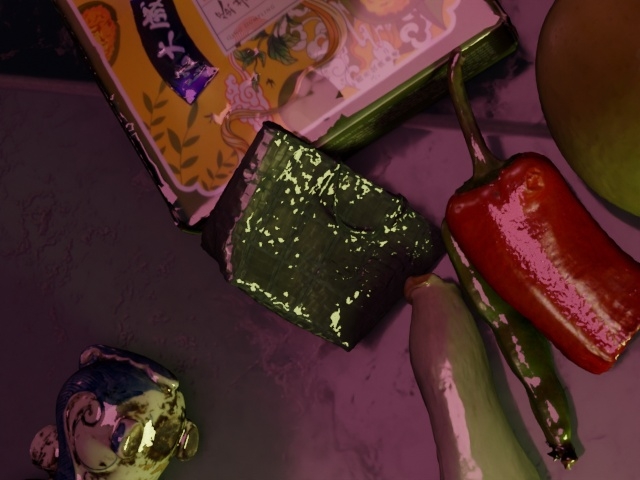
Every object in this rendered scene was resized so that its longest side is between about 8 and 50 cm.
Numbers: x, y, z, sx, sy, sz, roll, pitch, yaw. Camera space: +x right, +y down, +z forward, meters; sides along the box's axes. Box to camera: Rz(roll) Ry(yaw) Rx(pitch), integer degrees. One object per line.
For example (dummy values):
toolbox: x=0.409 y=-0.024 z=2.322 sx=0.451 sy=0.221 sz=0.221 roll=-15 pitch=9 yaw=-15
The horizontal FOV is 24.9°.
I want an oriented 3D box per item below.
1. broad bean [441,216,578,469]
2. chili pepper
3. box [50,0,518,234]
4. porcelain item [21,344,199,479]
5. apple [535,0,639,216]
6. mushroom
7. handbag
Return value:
broad bean: x=0.205 y=0.099 z=1.520 sx=0.043 sy=0.060 sz=0.297 roll=-42 pitch=70 yaw=49
chili pepper: x=0.201 y=-0.019 z=1.476 sx=0.134 sy=0.131 sz=0.338 roll=-42 pitch=86 yaw=-13
box: x=-0.054 y=-0.265 z=1.566 sx=0.420 sy=0.138 sz=0.373 roll=-33 pitch=80 yaw=11
porcelain item: x=-0.256 y=0.256 z=1.600 sx=0.186 sy=0.138 sz=0.288 roll=20 pitch=96 yaw=32
apple: x=0.355 y=-0.175 z=1.372 sx=0.295 sy=0.233 sz=0.258 roll=-28 pitch=53 yaw=0
mushroom: x=0.159 y=0.200 z=1.497 sx=0.097 sy=0.109 sz=0.351 roll=-21 pitch=81 yaw=29
handbag: x=0.000 y=0.000 z=1.508 sx=0.175 sy=0.270 sz=0.089 roll=-53 pitch=33 yaw=9
